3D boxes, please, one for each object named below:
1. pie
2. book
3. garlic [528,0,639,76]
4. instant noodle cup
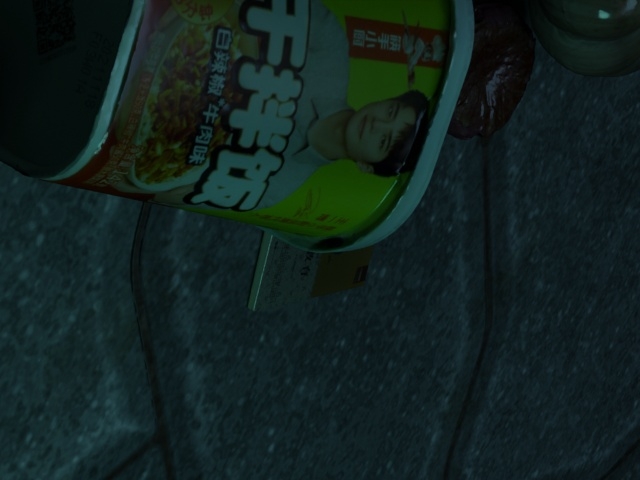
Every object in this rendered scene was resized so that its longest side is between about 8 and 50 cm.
[{"bbox_3d":[0.158,-0.167,1.862,0.153,0.038,0.154,-30,133,-39],"label":"pie"},{"bbox_3d":[0.000,0.000,1.774,0.172,0.012,0.118,-12,121,-51],"label":"book"},{"bbox_3d":[0.277,-0.266,1.857,0.228,0.152,0.228,16,90,-72],"label":"garlic"},{"bbox_3d":[-0.093,-0.140,1.344,0.308,0.294,0.294,5,107,-48],"label":"instant noodle cup"}]
